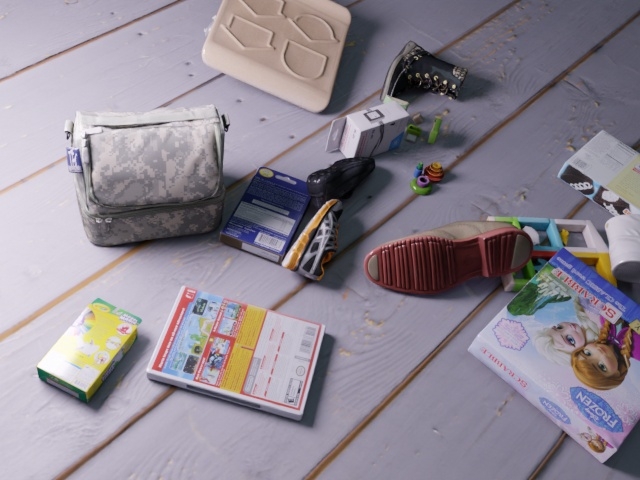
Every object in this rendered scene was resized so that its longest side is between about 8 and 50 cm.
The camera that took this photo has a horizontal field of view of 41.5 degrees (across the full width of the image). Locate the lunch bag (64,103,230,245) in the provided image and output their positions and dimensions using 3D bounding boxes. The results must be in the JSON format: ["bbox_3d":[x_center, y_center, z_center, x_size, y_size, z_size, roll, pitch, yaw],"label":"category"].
[{"bbox_3d":[-0.337,-0.149,1.647,0.305,0.256,0.213,-7,51,-18],"label":"lunch bag"}]

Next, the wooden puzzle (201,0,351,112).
[{"bbox_3d":[-0.104,-0.493,2.082,0.322,0.080,0.348,22,56,-11],"label":"wooden puzzle"}]

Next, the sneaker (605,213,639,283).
[{"bbox_3d":[0.760,0.024,1.835,0.292,0.108,0.169,15,47,-12],"label":"sneaker"}]

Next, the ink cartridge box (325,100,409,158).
[{"bbox_3d":[0.107,-0.244,1.935,0.180,0.104,0.060,-22,58,-28],"label":"ink cartridge box"}]

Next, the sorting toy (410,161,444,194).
[{"bbox_3d":[0.243,-0.150,1.924,0.061,0.042,0.102,34,51,17],"label":"sorting toy"}]

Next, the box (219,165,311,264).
[{"bbox_3d":[-0.106,-0.058,1.766,0.136,0.036,0.225,20,48,5],"label":"box"}]

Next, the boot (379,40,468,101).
[{"bbox_3d":[0.261,-0.401,2.121,0.178,0.085,0.236,26,48,7],"label":"boot"}]

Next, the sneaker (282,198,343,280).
[{"bbox_3d":[0.000,0.000,1.721,0.083,0.084,0.215,35,52,-2],"label":"sneaker"}]

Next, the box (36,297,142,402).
[{"bbox_3d":[-0.401,0.187,1.482,0.105,0.043,0.179,25,51,10],"label":"box"}]

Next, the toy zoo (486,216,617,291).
[{"bbox_3d":[0.519,0.032,1.835,0.293,0.030,0.192,3,49,-11],"label":"toy zoo"}]

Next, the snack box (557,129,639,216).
[{"bbox_3d":[0.749,-0.120,2.001,0.322,0.060,0.187,39,53,21],"label":"snack box"}]

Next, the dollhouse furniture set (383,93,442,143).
[{"bbox_3d":[0.208,-0.280,2.008,0.151,0.076,0.059,20,47,4],"label":"dollhouse furniture set"}]

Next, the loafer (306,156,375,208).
[{"bbox_3d":[0.048,-0.130,1.847,0.076,0.078,0.223,5,23,36],"label":"loafer"}]

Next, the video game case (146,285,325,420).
[{"bbox_3d":[-0.148,0.201,1.538,0.285,0.025,0.204,16,48,1],"label":"video game case"}]

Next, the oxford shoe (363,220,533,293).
[{"bbox_3d":[0.253,0.027,1.744,0.348,0.123,0.130,-5,21,-9],"label":"oxford shoe"}]

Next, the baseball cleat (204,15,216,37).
[{"bbox_3d":[-0.190,-0.541,2.149,0.206,0.072,0.109,-31,63,-32],"label":"baseball cleat"}]

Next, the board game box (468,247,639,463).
[{"bbox_3d":[0.505,0.208,1.632,0.318,0.066,0.318,40,56,17],"label":"board game box"}]
